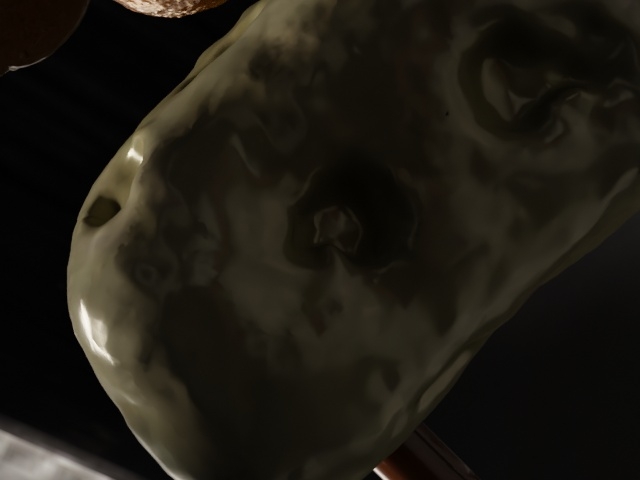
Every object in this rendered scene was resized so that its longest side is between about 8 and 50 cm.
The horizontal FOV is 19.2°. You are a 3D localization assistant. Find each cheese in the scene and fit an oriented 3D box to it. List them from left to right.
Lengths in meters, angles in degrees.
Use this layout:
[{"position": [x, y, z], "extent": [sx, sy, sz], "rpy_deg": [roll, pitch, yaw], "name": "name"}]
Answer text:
[{"position": [-0.001, -0.001, 0.780], "extent": [0.251, 0.173, 0.248], "rpy_deg": [-48, 1, -19], "name": "cheese"}]

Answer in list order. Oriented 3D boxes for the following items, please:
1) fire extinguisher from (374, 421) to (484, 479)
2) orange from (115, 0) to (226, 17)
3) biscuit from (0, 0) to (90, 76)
[{"position": [0.045, 0.135, 1.253], "extent": [0.062, 0.177, 0.050], "rpy_deg": [-48, 14, -11], "name": "fire extinguisher"}, {"position": [-0.081, -0.200, 1.122], "extent": [0.117, 0.135, 0.136], "rpy_deg": [-3, 61, 26], "name": "orange"}, {"position": [-0.239, -0.208, 1.272], "extent": [0.049, 0.181, 0.208], "rpy_deg": [-159, 60, -79], "name": "biscuit"}]
